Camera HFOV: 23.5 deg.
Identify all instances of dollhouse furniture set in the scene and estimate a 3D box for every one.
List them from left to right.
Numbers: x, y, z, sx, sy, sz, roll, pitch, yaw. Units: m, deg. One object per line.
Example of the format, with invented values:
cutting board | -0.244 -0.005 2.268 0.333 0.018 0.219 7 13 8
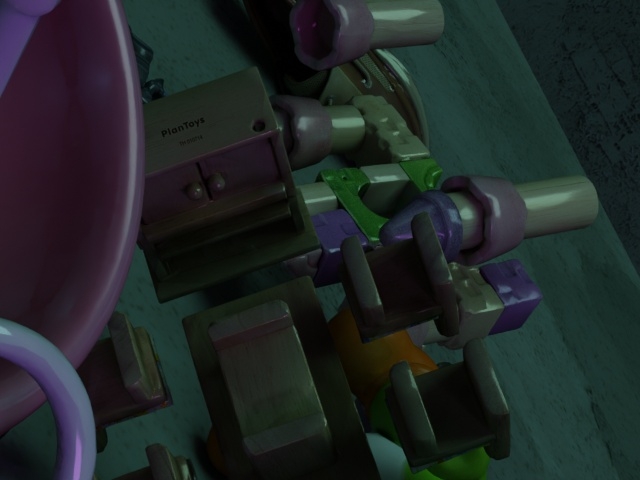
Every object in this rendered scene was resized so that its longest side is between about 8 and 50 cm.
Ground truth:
dollhouse furniture set | -0.034 0.056 0.852 0.161 0.212 0.242 75 -4 -65

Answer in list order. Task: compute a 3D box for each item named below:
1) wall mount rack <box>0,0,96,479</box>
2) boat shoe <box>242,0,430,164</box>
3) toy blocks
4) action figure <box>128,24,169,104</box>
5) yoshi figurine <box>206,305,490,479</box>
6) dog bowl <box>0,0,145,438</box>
wall mount rack | -0.184 0.057 0.386 0.350 0.304 0.130 -9 21 -37
boat shoe | 0.007 -0.175 1.626 0.116 0.123 0.324 -48 118 -36
toy blocks | 0.000 0.000 1.211 0.260 0.309 0.288 -10 51 -35
action figure | -0.168 -0.141 0.988 0.341 0.178 0.330 31 46 -35
yoshi figurine | 0.021 0.185 0.889 0.362 0.203 0.204 -112 -161 -53
dog bowl | -0.227 -0.071 0.600 0.408 0.150 0.408 36 45 -47
